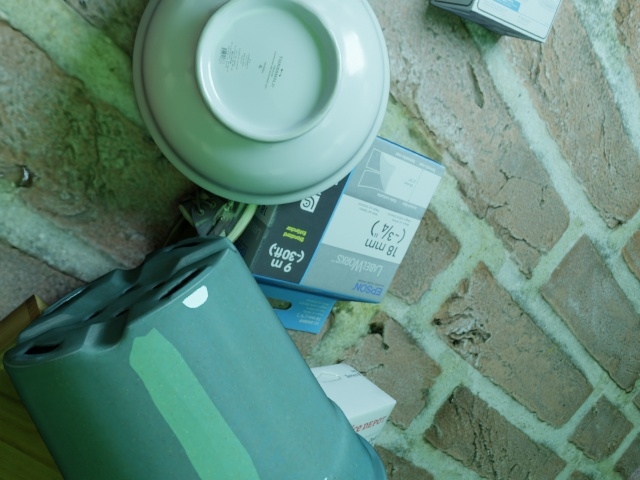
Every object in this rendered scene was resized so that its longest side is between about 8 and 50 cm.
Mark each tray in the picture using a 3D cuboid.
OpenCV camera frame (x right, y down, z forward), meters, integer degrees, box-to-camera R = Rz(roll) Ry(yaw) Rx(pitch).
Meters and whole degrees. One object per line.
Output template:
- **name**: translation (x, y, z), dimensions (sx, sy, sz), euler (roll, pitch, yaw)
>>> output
- **tray**: translation (-0.312, 0.275, 0.827), dimensions (0.203, 0.076, 0.411), euler (-42, 128, -8)

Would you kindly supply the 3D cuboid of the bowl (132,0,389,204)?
- **bowl**: translation (-0.056, -0.177, 0.645), dimensions (0.298, 0.134, 0.297), euler (-1, 100, -8)

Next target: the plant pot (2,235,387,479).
- **plant pot**: translation (-0.141, 0.195, 0.677), dimensions (0.341, 0.341, 0.334), euler (-29, 108, -18)

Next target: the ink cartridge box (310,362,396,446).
- **ink cartridge box**: translation (-0.026, 0.359, 0.986), dimensions (0.211, 0.122, 0.289), euler (7, 111, -57)

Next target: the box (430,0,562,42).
- **box**: translation (0.282, -0.439, 0.831), dimensions (0.169, 0.087, 0.289), euler (8, 109, -35)

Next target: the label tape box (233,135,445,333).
- **label tape box**: translation (0.000, 0.000, 0.865), dimensions (0.241, 0.106, 0.333), euler (16, 104, -36)

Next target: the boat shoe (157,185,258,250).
- **boat shoe**: translation (-0.146, -0.027, 0.774), dimensions (0.073, 0.080, 0.223), euler (20, 106, -43)
